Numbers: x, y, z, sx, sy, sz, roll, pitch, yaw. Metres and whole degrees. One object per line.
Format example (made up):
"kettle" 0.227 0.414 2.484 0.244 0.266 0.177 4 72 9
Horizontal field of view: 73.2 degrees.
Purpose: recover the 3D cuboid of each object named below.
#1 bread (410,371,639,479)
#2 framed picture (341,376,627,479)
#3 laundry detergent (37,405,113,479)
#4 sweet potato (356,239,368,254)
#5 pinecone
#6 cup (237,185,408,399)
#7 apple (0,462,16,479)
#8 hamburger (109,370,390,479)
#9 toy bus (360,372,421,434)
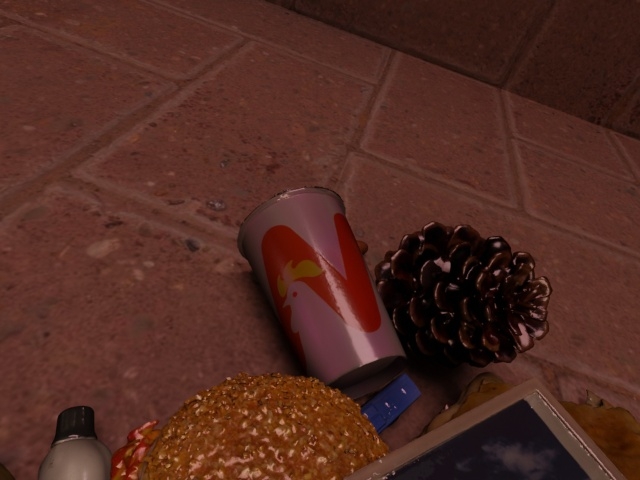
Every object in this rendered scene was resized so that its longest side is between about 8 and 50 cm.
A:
"bread" 0.335 0.315 0.537 0.314 0.191 0.370 -19 53 -34
"framed picture" 0.183 0.260 0.398 0.281 0.019 0.209 -14 50 -29
"laundry detergent" -0.247 0.276 0.425 0.070 0.099 0.225 32 26 -46
"sweet potato" 0.000 0.001 0.843 0.203 0.058 0.055 10 21 -10
"pinecone" 0.219 0.082 0.675 0.247 0.292 0.246 1 85 -16
"cup" 0.006 0.082 0.658 0.203 0.203 0.288 -7 51 -27
"apple" -0.350 0.265 0.274 0.292 0.254 0.291 10 40 -8
"hamburger" -0.052 0.273 0.436 0.295 0.179 0.276 -7 47 -27
"toy bus" 0.077 0.244 0.606 0.153 0.061 0.051 -21 61 -42
